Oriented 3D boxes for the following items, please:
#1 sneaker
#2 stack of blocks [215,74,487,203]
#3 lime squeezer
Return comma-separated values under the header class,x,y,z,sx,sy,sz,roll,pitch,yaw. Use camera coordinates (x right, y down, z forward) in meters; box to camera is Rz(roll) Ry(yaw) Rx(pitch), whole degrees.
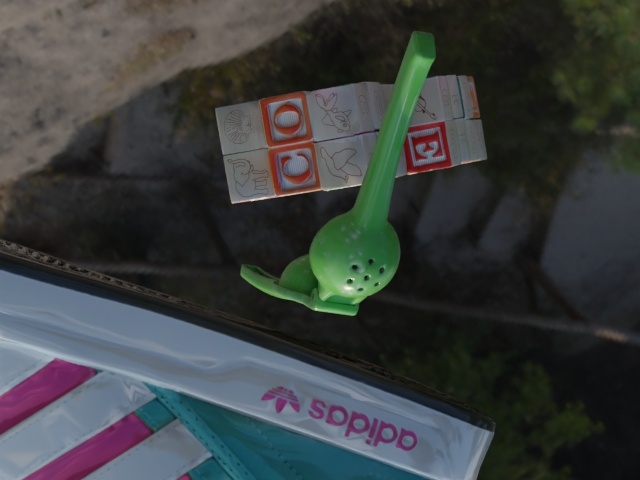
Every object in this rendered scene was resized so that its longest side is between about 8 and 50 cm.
class,x,y,z,sx,sy,sz,roll,pitch,yaw
sneaker,-0.107,0.094,0.441,0.124,0.295,0.179,69,39,-87
stack of blocks,0.041,-0.099,1.229,0.171,0.087,0.297,-9,-177,20
lime squeezer,0.000,0.000,0.843,0.058,0.110,0.310,-9,157,-28
